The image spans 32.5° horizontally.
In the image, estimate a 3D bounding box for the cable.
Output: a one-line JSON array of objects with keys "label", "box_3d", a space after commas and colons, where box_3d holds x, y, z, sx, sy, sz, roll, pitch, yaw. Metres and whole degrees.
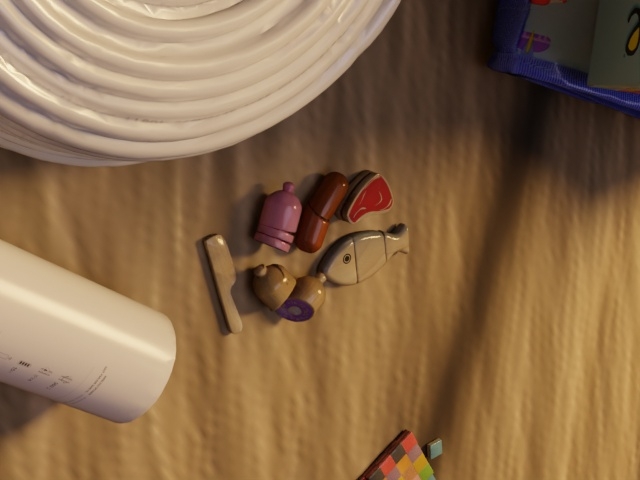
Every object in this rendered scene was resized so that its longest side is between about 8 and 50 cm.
[{"label": "cable", "box_3d": [-0.069, -0.152, 0.420, 0.257, 0.089, 0.257, 30, 83, -41]}]

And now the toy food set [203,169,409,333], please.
[{"label": "toy food set", "box_3d": [0.000, 0.000, 0.569, 0.122, 0.019, 0.078, -29, 120, -30]}]

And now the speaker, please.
[{"label": "speaker", "box_3d": [-0.125, 0.032, 0.451, 0.136, 0.055, 0.055, 30, 83, -41]}]

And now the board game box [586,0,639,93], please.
[{"label": "board game box", "box_3d": [0.240, -0.202, 0.524, 0.142, 0.144, 0.275, 6, 97, -12]}]

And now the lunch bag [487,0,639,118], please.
[{"label": "lunch bag", "box_3d": [0.230, -0.177, 0.650, 0.293, 0.138, 0.220, 12, 97, -30]}]

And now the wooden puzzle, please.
[{"label": "wooden puzzle", "box_3d": [0.045, 0.147, 0.659, 0.083, 0.006, 0.049, -43, 126, -22]}]
